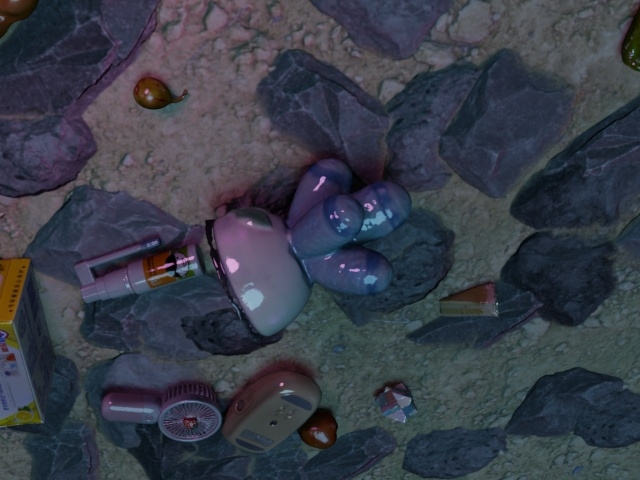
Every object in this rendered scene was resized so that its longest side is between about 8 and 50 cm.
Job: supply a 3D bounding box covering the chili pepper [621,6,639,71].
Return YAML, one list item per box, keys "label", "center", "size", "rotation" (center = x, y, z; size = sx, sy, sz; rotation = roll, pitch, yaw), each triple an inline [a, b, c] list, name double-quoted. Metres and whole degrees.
- label: "chili pepper"
  center: [0.544, -0.361, 1.268]
  size: [0.072, 0.073, 0.204]
  rotation: [-8, 143, -27]

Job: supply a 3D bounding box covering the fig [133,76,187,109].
- label: "fig"
  center: [-0.244, -0.224, 1.247]
  size: [0.083, 0.050, 0.050]
  rotation: [0, 131, -35]

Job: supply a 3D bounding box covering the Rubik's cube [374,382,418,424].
- label: "Rubik's cube"
  center: [0.164, 0.350, 1.752]
  size: [0.075, 0.084, 0.073]
  rotation: [-41, 130, 1]

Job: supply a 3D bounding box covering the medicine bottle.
- label: "medicine bottle"
  center: [-0.321, 0.050, 1.441]
  size: [0.220, 0.061, 0.092]
  rotation: [-17, 105, 3]

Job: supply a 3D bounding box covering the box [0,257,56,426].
- label: "box"
  center: [-0.548, 0.182, 1.431]
  size: [0.097, 0.168, 0.265]
  rotation: [-3, 130, -5]

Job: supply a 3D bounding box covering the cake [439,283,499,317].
- label: "cake"
  center: [0.296, 0.129, 1.619]
  size: [0.121, 0.065, 0.052]
  rotation: [-17, 127, 11]

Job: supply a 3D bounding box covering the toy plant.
- label: "toy plant"
  center: [0.000, 0.000, 1.357]
  size: [0.332, 0.247, 0.247]
  rotation: [-25, 128, 6]

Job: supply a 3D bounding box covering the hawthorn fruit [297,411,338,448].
- label: "hawthorn fruit"
  center: [-0.011, 0.415, 1.771]
  size: [0.093, 0.081, 0.081]
  rotation: [4, 127, -13]

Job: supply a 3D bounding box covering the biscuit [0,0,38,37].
- label: "biscuit"
  center: [-0.494, -0.401, 1.018]
  size: [0.326, 0.107, 0.326]
  rotation: [-7, 131, -9]

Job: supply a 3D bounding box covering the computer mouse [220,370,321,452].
- label: "computer mouse"
  center: [-0.103, 0.354, 1.700]
  size: [0.145, 0.082, 0.236]
  rotation: [28, 120, -29]

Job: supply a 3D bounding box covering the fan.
- label: "fan"
  center: [-0.324, 0.350, 1.661]
  size: [0.244, 0.074, 0.130]
  rotation: [6, 127, -15]
